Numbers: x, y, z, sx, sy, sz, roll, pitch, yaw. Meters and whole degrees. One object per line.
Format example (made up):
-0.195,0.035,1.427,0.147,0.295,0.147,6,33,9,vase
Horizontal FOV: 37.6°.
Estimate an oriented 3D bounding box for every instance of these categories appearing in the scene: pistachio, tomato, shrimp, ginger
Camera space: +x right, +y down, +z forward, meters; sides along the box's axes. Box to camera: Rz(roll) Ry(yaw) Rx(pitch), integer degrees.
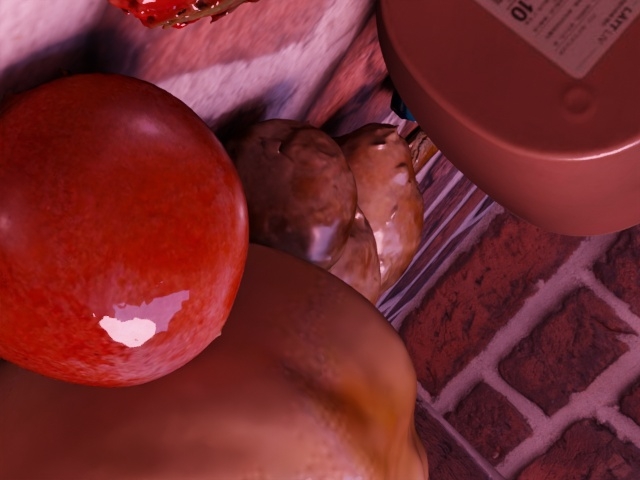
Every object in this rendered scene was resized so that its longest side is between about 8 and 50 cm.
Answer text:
-0.103,0.205,0.660,0.445,0.365,0.281,-50,167,20,pistachio
-0.118,0.005,0.495,0.167,0.167,0.167,-44,169,-11,tomato
0.133,-0.130,1.209,0.219,0.046,0.152,-48,171,-14,shrimp
0.000,0.000,0.873,0.375,0.176,0.256,-23,139,-65,ginger

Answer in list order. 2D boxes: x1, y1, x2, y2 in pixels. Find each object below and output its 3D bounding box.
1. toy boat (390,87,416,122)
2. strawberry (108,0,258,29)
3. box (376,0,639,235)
0.188,-0.176,1.040,0.299,0.092,0.134,-16,132,-59,toy boat
-0.043,-0.150,0.382,0.145,0.086,0.145,-42,169,-10,strawberry
0.183,-0.163,0.699,0.301,0.301,0.216,-48,161,9,box
